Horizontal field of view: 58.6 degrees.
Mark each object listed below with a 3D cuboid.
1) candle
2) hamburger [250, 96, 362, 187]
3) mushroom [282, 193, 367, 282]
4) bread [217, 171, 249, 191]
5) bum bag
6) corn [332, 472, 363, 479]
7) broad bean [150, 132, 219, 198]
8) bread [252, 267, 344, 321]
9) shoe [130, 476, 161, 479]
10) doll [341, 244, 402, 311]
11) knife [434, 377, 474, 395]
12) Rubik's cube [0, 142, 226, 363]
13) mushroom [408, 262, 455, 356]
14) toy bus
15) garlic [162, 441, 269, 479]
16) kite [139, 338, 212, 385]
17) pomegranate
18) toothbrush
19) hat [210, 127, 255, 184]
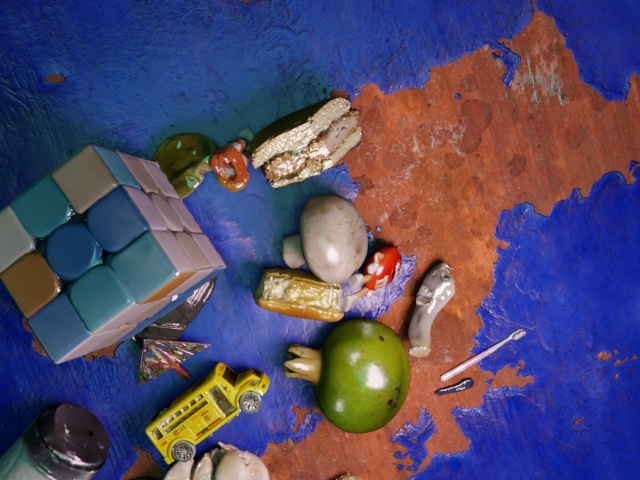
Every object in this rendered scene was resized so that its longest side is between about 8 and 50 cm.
[{"bbox_3d":[-0.727,0.603,1.474,0.221,0.221,0.342,44,93,-9],"label":"candle"},{"bbox_3d":[-0.046,-0.257,1.483,0.282,0.245,0.155,-56,134,-39],"label":"hamburger"},{"bbox_3d":[0.000,0.000,1.501,0.244,0.243,0.243,-1,96,-6],"label":"mushroom"},{"bbox_3d":[-0.235,-0.172,1.527,0.081,0.046,0.083,-31,98,-5],"label":"bread"},{"bbox_3d":[-0.400,0.180,1.529,0.142,0.080,0.326,35,93,-20],"label":"bum bag"},{"bbox_3d":[0.002,0.766,1.632,0.290,0.098,0.098,-38,99,-2],"label":"corn"},{"bbox_3d":[-0.362,-0.199,1.496,0.207,0.072,0.153,-34,84,0],"label":"broad bean"},{"bbox_3d":[-0.054,0.146,1.518,0.246,0.174,0.121,15,98,-9],"label":"bread"},{"bbox_3d":[-0.448,0.734,1.582,0.241,0.093,0.108,12,96,-9],"label":"shoe"},{"bbox_3d":[0.151,0.093,1.551,0.085,0.183,0.217,38,52,21],"label":"doll"},{"bbox_3d":[0.394,0.433,1.679,0.121,0.018,0.031,-16,105,-4],"label":"knife"},{"bbox_3d":[-0.483,0.028,1.322,0.344,0.347,0.346,-36,84,7],"label":"Rubik's cube"},{"bbox_3d":[0.305,0.191,1.589,0.096,0.099,0.277,19,77,28],"label":"mushroom"},{"bbox_3d":[-0.298,0.445,1.540,0.330,0.144,0.152,-37,95,1],"label":"toy bus"},{"bbox_3d":[-0.276,0.658,1.557,0.281,0.185,0.203,-13,70,12],"label":"garlic"},{"bbox_3d":[-0.411,0.322,1.548,0.232,0.009,0.189,-33,120,7],"label":"kite"},{"bbox_3d":[0.075,0.366,1.536,0.359,0.216,0.309,12,98,-7],"label":"pomegranate"},{"bbox_3d":[0.478,0.337,1.674,0.287,0.025,0.020,-30,98,-2],"label":"toothbrush"},{"bbox_3d":[-0.210,-0.233,1.478,0.094,0.112,0.162,17,51,20],"label":"hat"}]
